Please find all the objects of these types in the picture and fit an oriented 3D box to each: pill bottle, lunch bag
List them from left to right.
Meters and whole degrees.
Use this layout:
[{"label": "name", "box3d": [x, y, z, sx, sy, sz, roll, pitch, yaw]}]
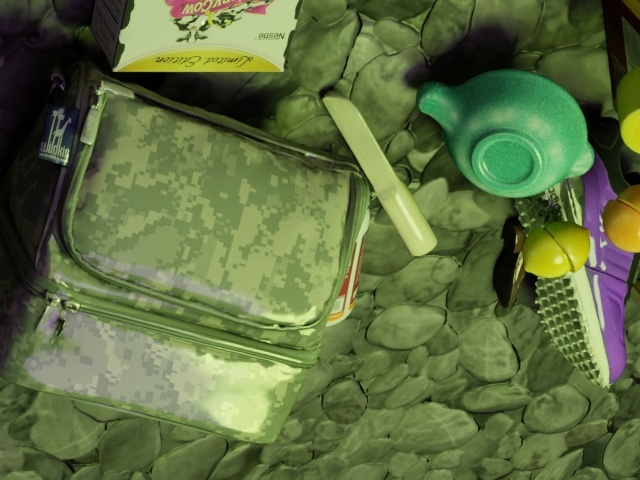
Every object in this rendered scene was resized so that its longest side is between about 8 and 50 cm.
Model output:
[{"label": "lunch bag", "box3d": [-0.132, 0.003, 1.641, 0.305, 0.212, 0.256, 18, 106, -24]}, {"label": "pill bottle", "box3d": [0.000, 0.000, 1.802, 0.086, 0.086, 0.152, -7, 131, -22]}]

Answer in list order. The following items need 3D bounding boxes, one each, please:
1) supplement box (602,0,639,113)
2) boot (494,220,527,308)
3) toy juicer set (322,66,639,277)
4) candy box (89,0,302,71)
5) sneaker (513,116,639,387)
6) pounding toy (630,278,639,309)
[{"label": "supplement box", "box3d": [0.381, -0.191, 1.800, 0.191, 0.129, 0.194, -23, 135, -8]}, {"label": "boot", "box3d": [0.239, 0.017, 1.977, 0.114, 0.037, 0.106, -10, 130, -25]}, {"label": "toy juicer set", "box3d": [0.180, -0.065, 1.783, 0.329, 0.089, 0.209, 1, 126, 14]}, {"label": "candy box", "box3d": [-0.085, -0.250, 1.552, 0.159, 0.071, 0.233, -3, 130, -26]}, {"label": "sneaker", "box3d": [0.287, 0.007, 1.911, 0.146, 0.102, 0.293, -25, 118, -15]}, {"label": "pounding toy", "box3d": [0.392, -0.003, 1.933, 0.094, 0.181, 0.206, 0, 128, -27]}]
